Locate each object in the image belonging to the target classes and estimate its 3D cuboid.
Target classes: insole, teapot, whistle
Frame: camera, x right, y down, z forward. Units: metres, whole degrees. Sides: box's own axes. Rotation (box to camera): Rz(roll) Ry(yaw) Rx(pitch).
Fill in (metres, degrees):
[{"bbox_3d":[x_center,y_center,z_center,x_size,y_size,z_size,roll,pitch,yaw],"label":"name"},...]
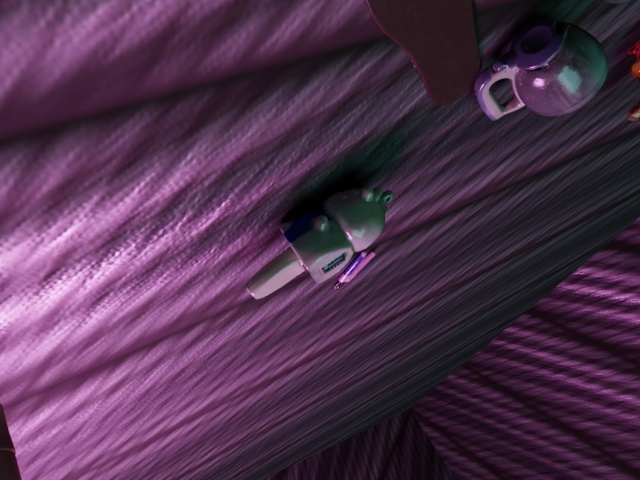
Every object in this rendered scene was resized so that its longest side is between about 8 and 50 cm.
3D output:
[{"bbox_3d":[0.123,-0.239,0.544,0.111,0.007,0.328,-39,152,12],"label":"insole"},{"bbox_3d":[0.281,-0.230,0.655,0.108,0.149,0.111,23,77,-41],"label":"teapot"},{"bbox_3d":[0.000,0.000,0.705,0.244,0.092,0.110,-35,154,-1],"label":"whistle"}]

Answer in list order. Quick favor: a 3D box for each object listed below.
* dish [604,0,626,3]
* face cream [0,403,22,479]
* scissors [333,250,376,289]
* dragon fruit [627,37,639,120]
[{"bbox_3d":[0.418,-0.344,0.614,0.141,0.078,0.141,-26,151,-15],"label":"dish"},{"bbox_3d":[-0.400,0.244,0.517,0.149,0.104,0.149,-26,159,-11],"label":"face cream"},{"bbox_3d":[0.060,0.058,0.947,0.039,0.012,0.113,1,137,-47],"label":"scissors"},{"bbox_3d":[0.574,-0.282,0.823,0.150,0.133,0.207,-25,148,-24],"label":"dragon fruit"}]
